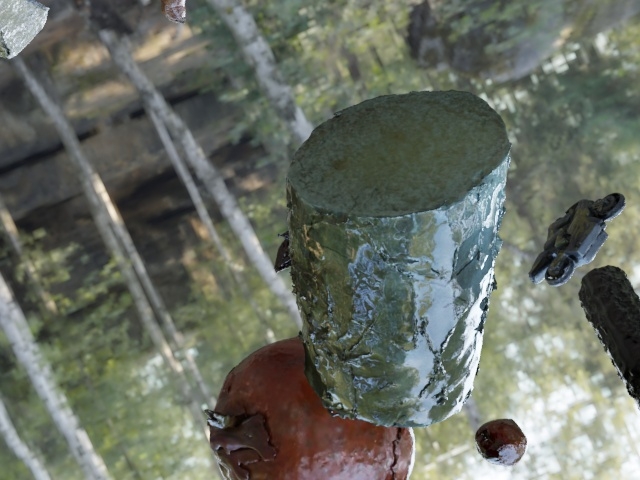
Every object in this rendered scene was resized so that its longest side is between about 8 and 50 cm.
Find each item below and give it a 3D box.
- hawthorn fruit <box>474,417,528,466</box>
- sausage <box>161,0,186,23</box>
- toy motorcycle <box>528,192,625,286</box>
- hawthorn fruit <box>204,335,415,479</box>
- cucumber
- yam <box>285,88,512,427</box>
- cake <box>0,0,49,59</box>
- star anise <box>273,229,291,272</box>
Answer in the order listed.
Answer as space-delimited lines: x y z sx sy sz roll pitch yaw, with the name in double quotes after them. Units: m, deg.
0.260 0.292 1.618 0.077 0.077 0.077 -24 -177 1 "hawthorn fruit"
-0.186 -0.355 1.487 0.036 0.042 0.158 -44 163 -42 "sausage"
0.408 -0.005 1.814 0.193 0.061 0.124 -51 -159 -8 "toy motorcycle"
-0.035 0.247 1.471 0.307 0.276 0.276 19 153 -37 "hawthorn fruit"
0.362 0.125 1.268 0.072 0.072 0.300 -24 -152 7 "cucumber"
0.086 0.028 1.264 0.241 0.348 0.241 0 -147 0 "yam"
-0.516 -0.397 1.784 0.117 0.086 0.220 -47 150 -19 "cake"
-0.002 -0.002 2.149 0.212 0.157 0.053 -41 -135 -5 "star anise"
